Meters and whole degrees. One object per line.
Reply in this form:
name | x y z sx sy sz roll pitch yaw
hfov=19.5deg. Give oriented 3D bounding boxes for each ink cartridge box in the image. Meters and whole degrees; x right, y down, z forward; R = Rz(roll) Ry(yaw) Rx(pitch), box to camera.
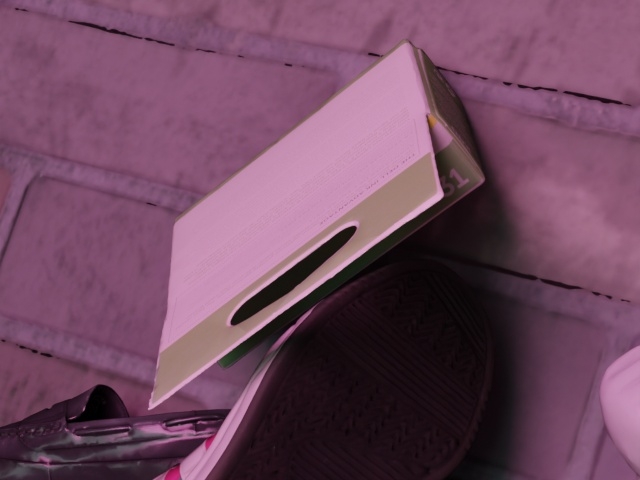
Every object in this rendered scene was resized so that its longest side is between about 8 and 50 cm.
ink cartridge box | 0.000 0.000 0.924 0.171 0.056 0.235 -37 20 13

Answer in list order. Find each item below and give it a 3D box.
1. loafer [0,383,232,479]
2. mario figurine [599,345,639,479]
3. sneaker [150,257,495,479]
loafer | -0.129 0.119 1.028 0.223 0.076 0.078 1 71 23
mario figurine | 0.234 0.121 0.774 0.170 0.198 0.321 -19 71 35
sneaker | -0.045 0.133 0.900 0.178 0.124 0.295 -23 20 51
